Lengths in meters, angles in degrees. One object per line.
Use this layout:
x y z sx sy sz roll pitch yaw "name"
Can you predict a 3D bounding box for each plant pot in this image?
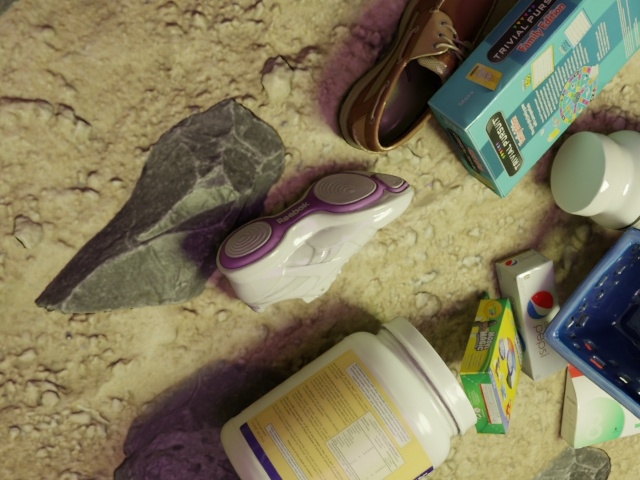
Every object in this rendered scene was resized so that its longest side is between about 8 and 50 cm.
0.539 0.136 1.475 0.236 0.236 0.212 -55 155 17 "plant pot"

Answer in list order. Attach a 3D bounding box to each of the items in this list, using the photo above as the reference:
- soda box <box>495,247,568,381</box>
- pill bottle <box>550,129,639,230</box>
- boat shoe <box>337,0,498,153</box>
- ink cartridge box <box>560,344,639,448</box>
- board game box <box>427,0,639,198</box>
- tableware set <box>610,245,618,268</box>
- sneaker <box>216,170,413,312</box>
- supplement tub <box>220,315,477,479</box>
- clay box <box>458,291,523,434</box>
0.359 0.126 1.556 0.074 0.069 0.216 -22 117 -14 "soda box"
0.526 -0.091 1.489 0.279 0.162 0.162 7 107 -25 "pill bottle"
0.159 -0.252 1.302 0.123 0.120 0.324 32 95 -28 "boat shoe"
0.539 0.261 1.690 0.181 0.056 0.224 -8 114 -20 "ink cartridge box"
0.324 -0.250 1.329 0.336 0.079 0.254 -47 150 1 "board game box"
0.584 0.029 1.638 0.169 0.020 0.141 26 98 -28 "tableware set"
0.000 0.000 1.357 0.305 0.114 0.152 -26 131 -6 "sneaker"
0.043 0.290 1.392 0.331 0.241 0.241 -34 118 -6 "supplement tub"
0.281 0.190 1.477 0.053 0.222 0.127 -6 120 26 "clay box"
